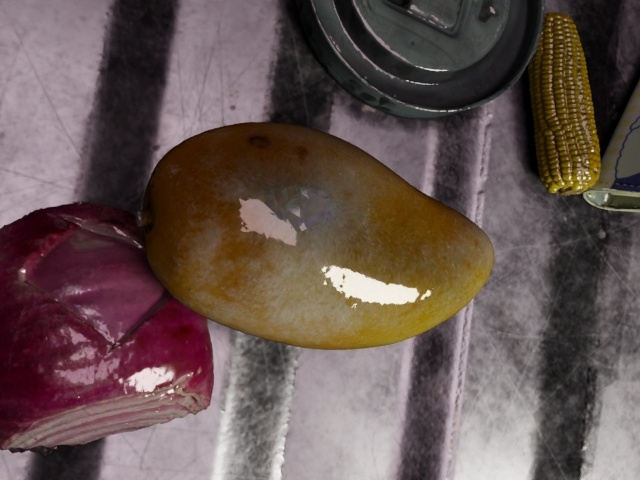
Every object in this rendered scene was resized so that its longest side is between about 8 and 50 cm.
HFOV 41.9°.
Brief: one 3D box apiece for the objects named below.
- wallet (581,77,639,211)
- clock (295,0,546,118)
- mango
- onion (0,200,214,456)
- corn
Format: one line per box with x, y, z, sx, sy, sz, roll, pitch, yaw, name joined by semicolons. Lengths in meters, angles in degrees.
0.489;-0.170;1.057;0.077;0.223;0.309;43;69;-40;wallet
0.121;-0.303;1.009;0.319;0.066;0.319;2;83;-20;clock
0.000;0.000;0.861;0.384;0.199;0.221;9;80;-21;mango
-0.228;0.081;0.819;0.250;0.111;0.247;-11;90;-19;onion
0.307;-0.171;1.059;0.080;0.080;0.231;-3;83;-21;corn
